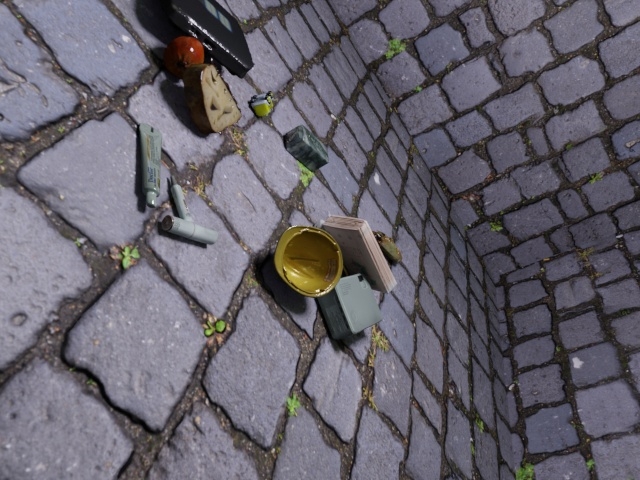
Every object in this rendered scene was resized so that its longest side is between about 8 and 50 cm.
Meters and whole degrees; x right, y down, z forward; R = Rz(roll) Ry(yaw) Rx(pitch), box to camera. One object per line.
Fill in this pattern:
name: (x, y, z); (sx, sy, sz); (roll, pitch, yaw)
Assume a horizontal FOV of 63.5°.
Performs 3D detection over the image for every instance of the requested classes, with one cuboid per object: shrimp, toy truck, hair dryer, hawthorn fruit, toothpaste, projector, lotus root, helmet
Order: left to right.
toothpaste: (-0.412, -0.184, 1.262); (0.067, 0.037, 0.255); (24, 44, -44)
hawthorn fruit: (-0.393, -0.535, 1.501); (0.128, 0.128, 0.128); (42, 35, -38)
hair dryer: (-0.338, -0.086, 1.311); (0.155, 0.044, 0.183); (26, 43, -54)
lotus root: (-0.317, -0.398, 1.516); (0.260, 0.075, 0.170); (66, 32, -57)
toy truck: (-0.203, -0.491, 1.869); (0.111, 0.076, 0.076); (-74, 150, -55)
helmet: (-0.065, 0.059, 1.571); (0.257, 0.140, 0.205); (28, 75, -33)
projector: (0.096, 0.220, 1.768); (0.257, 0.099, 0.191); (-6, 74, -61)
shrimp: (0.294, 0.010, 2.347); (0.267, 0.061, 0.145); (30, 34, -44)

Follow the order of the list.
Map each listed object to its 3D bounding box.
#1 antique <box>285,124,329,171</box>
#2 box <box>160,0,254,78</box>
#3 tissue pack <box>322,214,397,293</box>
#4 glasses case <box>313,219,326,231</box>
antique: (-0.056, -0.358, 1.997); (0.183, 0.086, 0.088); (35, 38, -45)
box: (-0.378, -0.712, 1.657); (0.350, 0.091, 0.359); (30, 30, -47)
tissue pack: (0.145, 0.050, 1.856); (0.071, 0.170, 0.325); (-50, 130, -26)
glasses case: (0.000, 0.000, 1.832); (0.076, 0.049, 0.197); (53, 29, -27)
